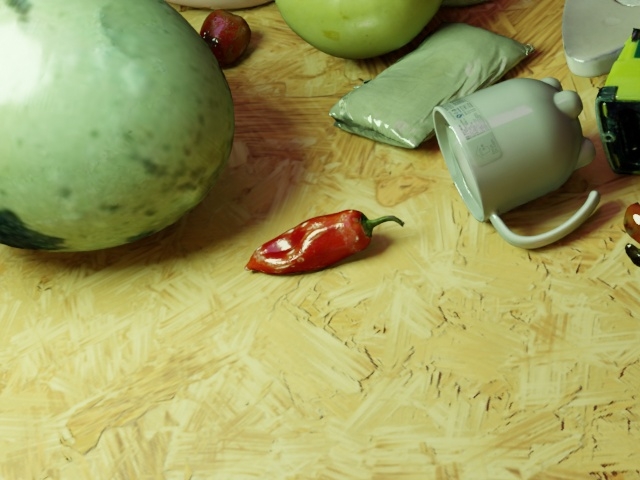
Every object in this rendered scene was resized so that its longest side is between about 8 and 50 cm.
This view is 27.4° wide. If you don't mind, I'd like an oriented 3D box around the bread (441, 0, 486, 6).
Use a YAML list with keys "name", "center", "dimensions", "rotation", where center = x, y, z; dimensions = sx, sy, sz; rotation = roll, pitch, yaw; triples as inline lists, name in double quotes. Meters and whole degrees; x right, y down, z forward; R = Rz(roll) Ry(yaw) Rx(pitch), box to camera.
- name: "bread"
  center: [0.181, -0.361, 1.787]
  dimensions: [0.193, 0.036, 0.112]
  rotation: [18, 55, 37]

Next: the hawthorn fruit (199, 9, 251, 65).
- name: "hawthorn fruit"
  center: [-0.134, -0.278, 1.805]
  dimensions: [0.077, 0.077, 0.077]
  rotation: [-12, 41, 11]

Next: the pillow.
- name: "pillow"
  center: [0.136, -0.196, 1.617]
  dimensions: [0.148, 0.050, 0.229]
  rotation: [30, 61, 36]

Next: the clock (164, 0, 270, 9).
- name: "clock"
  center: [-0.177, -0.484, 1.915]
  dimensions: [0.376, 0.251, 0.368]
  rotation: [-6, 43, 8]

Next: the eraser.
- name: "eraser"
  center: [0.370, -0.263, 1.577]
  dimensions: [0.204, 0.059, 0.243]
  rotation: [18, 51, 37]

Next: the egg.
- name: "egg"
  center: [-0.301, -0.155, 1.536]
  dimensions: [0.427, 0.345, 0.345]
  rotation: [13, 50, 15]

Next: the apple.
- name: "apple"
  center: [0.049, -0.364, 1.674]
  dimensions: [0.262, 0.262, 0.262]
  rotation: [-12, 41, 11]

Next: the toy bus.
- name: "toy bus"
  center: [0.432, -0.144, 1.363]
  dimensions: [0.262, 0.128, 0.150]
  rotation: [4, 51, 28]

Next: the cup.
- name: "cup"
  center: [0.218, -0.095, 1.404]
  dimensions: [0.142, 0.134, 0.173]
  rotation: [-22, 39, -3]

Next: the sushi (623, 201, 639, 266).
- name: "sushi"
  center: [0.371, 0.026, 1.236]
  dimensions: [0.097, 0.103, 0.226]
  rotation: [-49, 44, 9]

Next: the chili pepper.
- name: "chili pepper"
  center: [0.000, -0.001, 1.457]
  dimensions: [0.191, 0.050, 0.059]
  rotation: [-18, 56, 15]
